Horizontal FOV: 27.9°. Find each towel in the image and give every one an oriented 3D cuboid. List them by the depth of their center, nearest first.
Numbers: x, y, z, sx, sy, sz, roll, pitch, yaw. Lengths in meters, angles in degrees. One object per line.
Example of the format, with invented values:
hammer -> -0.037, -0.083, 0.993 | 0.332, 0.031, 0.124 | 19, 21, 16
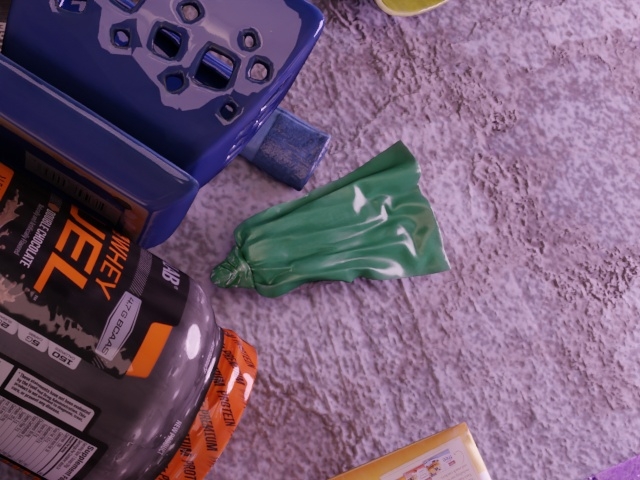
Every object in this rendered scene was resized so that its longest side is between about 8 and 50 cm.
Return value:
towel -> -0.052, -0.103, 1.264 | 0.119, 0.029, 0.067 | 32, 67, -5

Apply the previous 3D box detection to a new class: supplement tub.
supplement tub -> -0.233, 0.070, 1.038 | 0.338, 0.207, 0.207 | 33, 65, -16

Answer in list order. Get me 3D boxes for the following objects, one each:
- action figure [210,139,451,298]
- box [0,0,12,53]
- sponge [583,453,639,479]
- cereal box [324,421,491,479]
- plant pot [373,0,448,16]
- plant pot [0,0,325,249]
action figure -> 0.000, 0.000, 1.227 | 0.232, 0.063, 0.137 | -18, 80, -26
box -> -0.245, -0.111, 1.192 | 0.183, 0.056, 0.231 | 2, 72, -16
sponge -> 0.351, 0.305, 1.251 | 0.117, 0.031, 0.210 | -20, 79, -22
cereal box -> 0.099, 0.303, 1.140 | 0.173, 0.047, 0.240 | -19, 78, -22
plant pot -> 0.061, -0.426, 1.301 | 0.275, 0.275, 0.293 | -34, 70, -24
plant pot -> -0.162, -0.131, 1.073 | 0.236, 0.236, 0.212 | 33, 73, -6
